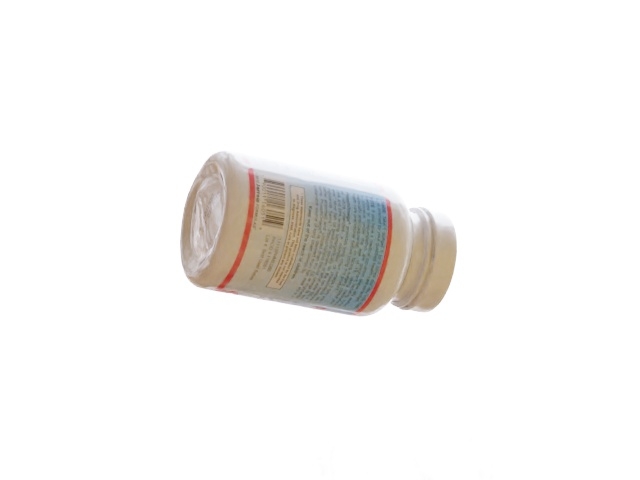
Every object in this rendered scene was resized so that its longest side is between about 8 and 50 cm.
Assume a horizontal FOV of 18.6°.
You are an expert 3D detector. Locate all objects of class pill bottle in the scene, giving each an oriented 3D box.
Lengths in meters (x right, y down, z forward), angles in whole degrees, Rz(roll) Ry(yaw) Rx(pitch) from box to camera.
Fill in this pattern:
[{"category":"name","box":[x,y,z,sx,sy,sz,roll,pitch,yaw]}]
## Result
[{"category":"pill bottle","box":[0.000,0.000,1.214,0.160,0.087,0.087,12,-66,-23]}]
